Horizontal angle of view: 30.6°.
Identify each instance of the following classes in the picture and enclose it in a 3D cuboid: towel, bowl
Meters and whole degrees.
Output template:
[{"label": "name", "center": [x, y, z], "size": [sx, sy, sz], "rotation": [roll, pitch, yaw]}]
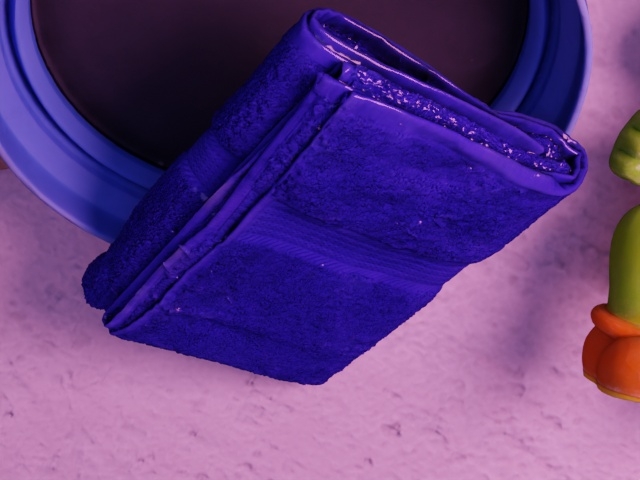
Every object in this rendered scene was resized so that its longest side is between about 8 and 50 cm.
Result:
[{"label": "towel", "center": [0.000, 0.000, 0.788], "size": [0.227, 0.076, 0.308], "rotation": [23, 136, -27]}, {"label": "bowl", "center": [-0.026, -0.117, 0.761], "size": [0.391, 0.077, 0.391], "rotation": [-1, 142, -1]}]

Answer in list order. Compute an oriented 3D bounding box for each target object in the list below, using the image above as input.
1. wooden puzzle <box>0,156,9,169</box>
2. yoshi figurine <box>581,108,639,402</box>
[{"label": "wooden puzzle", "center": [-0.170, -0.194, 0.801], "size": [0.348, 0.080, 0.322], "rotation": [-5, 137, 5]}, {"label": "yoshi figurine", "center": [0.305, -0.056, 0.785], "size": [0.203, 0.203, 0.362], "rotation": [13, 91, 31]}]
